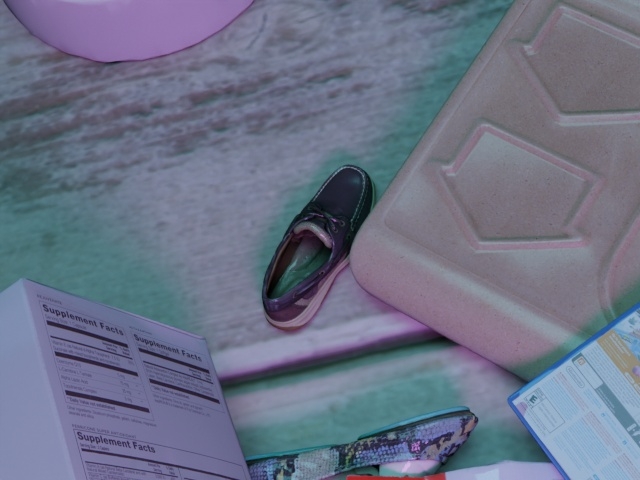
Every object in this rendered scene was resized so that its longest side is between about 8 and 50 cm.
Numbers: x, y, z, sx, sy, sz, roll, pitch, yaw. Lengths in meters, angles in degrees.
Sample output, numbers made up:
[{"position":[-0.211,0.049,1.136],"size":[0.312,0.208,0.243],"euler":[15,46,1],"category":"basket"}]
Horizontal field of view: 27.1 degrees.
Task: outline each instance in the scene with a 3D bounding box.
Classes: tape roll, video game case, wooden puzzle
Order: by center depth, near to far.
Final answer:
[{"position":[0.232,0.110,0.929],"size":[0.166,0.015,0.119],"euler":[-36,68,1],"category":"video game case"},{"position":[0.242,-0.038,1.034],"size":[0.322,0.080,0.348],"euler":[28,77,20],"category":"wooden puzzle"},{"position":[-0.177,-0.308,1.211],"size":[0.286,0.100,0.286],"euler":[-4,64,8],"category":"tape roll"}]

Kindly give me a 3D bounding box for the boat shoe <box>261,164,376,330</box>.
[{"position":[0.000,0.000,1.065],"size":[0.056,0.049,0.152],"euler":[19,69,17],"category":"boat shoe"}]

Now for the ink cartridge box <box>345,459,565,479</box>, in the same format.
[{"position":[0.113,0.223,0.906],"size":[0.179,0.045,0.145],"euler":[6,62,-21],"category":"ink cartridge box"}]

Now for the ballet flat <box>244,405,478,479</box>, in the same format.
[{"position":[0.029,0.174,0.973],"size":[0.188,0.070,0.070],"euler":[-16,63,11],"category":"ballet flat"}]

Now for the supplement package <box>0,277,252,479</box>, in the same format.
[{"position":[-0.168,0.202,0.877],"size":[0.199,0.198,0.263],"euler":[-33,59,21],"category":"supplement package"}]
